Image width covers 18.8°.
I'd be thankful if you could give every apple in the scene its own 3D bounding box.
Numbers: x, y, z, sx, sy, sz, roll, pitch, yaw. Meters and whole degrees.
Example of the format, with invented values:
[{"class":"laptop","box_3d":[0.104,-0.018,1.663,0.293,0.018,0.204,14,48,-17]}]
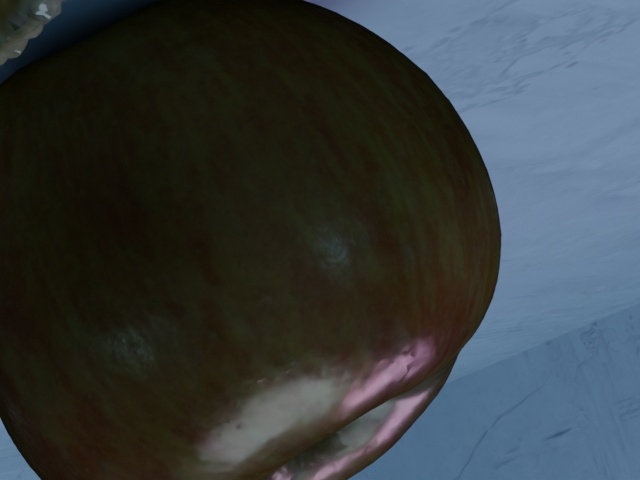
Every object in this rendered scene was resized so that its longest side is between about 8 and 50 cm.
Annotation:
[{"class":"apple","box_3d":[-0.052,0.003,0.915,0.264,0.264,0.264,-19,169,-4]}]

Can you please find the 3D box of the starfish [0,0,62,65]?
[{"class":"starfish","box_3d":[-0.307,-0.030,0.643,0.432,0.082,0.324,-22,167,40]}]
